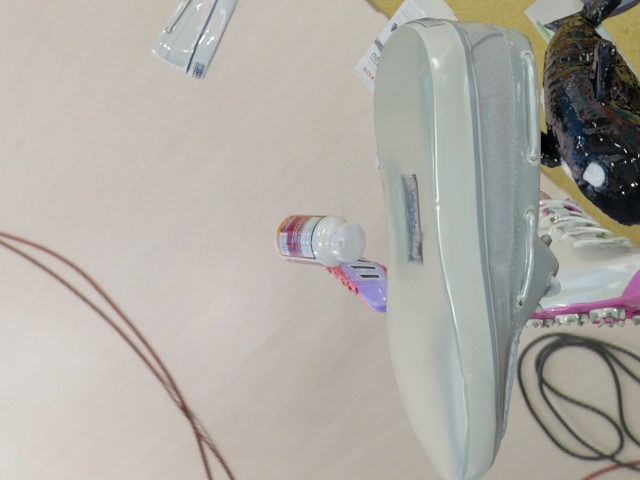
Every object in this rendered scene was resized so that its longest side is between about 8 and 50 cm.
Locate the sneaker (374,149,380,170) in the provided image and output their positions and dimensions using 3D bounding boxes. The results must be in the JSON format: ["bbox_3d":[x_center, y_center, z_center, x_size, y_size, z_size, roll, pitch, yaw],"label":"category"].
[{"bbox_3d":[0.247,-0.196,1.502,0.258,0.094,0.091,3,73,-2],"label":"sneaker"}]

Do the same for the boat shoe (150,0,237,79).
[{"bbox_3d":[-0.143,-0.332,0.901,0.084,0.258,0.095,22,155,-12],"label":"boat shoe"}]

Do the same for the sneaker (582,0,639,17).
[{"bbox_3d":[0.458,-0.425,0.970,0.112,0.131,0.319,55,148,11],"label":"sneaker"}]

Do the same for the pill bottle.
[{"bbox_3d":[0.000,0.000,1.163,0.152,0.086,0.086,5,115,47],"label":"pill bottle"}]

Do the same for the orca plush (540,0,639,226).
[{"bbox_3d":[0.284,-0.158,0.674,0.151,0.287,0.102,10,148,12],"label":"orca plush"}]

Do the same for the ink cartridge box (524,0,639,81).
[{"bbox_3d":[0.506,-0.373,1.345,0.093,0.154,0.212,-40,121,22],"label":"ink cartridge box"}]

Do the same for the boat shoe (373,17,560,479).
[{"bbox_3d":[0.080,0.008,0.341,0.081,0.079,0.227,-9,102,-19],"label":"boat shoe"}]

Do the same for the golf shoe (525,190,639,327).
[{"bbox_3d":[0.217,0.014,0.652,0.115,0.306,0.140,2,84,-14],"label":"golf shoe"}]

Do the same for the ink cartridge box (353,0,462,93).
[{"bbox_3d":[0.190,-0.374,1.426,0.158,0.092,0.218,50,140,6],"label":"ink cartridge box"}]

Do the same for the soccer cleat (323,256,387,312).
[{"bbox_3d":[0.046,0.049,1.252,0.095,0.248,0.083,-7,128,-25],"label":"soccer cleat"}]
